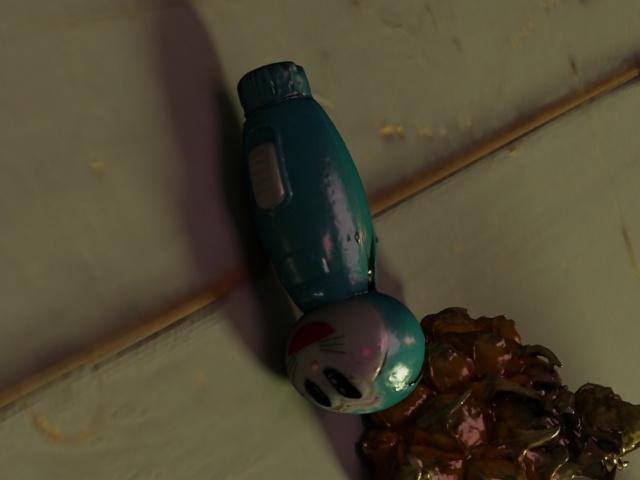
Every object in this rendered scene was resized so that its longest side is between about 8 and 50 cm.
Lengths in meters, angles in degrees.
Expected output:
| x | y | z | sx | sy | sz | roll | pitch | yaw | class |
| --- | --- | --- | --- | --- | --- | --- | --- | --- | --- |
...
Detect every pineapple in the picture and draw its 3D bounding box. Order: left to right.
| x | y | z | sx | sy | sz | roll | pitch | yaw | class |
| --- | --- | --- | --- | --- | --- | --- | --- | --- | --- |
| 0.077 | 0.078 | 0.640 | 0.114 | 0.114 | 0.077 | -55 | 143 | -52 | pineapple |

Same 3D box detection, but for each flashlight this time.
| x | y | z | sx | sy | sz | roll | pitch | yaw | class |
| --- | --- | --- | --- | --- | --- | --- | --- | --- | --- |
| 0.000 | 0.000 | 0.582 | 0.051 | 0.051 | 0.129 | 0 | 71 | -63 | flashlight |
